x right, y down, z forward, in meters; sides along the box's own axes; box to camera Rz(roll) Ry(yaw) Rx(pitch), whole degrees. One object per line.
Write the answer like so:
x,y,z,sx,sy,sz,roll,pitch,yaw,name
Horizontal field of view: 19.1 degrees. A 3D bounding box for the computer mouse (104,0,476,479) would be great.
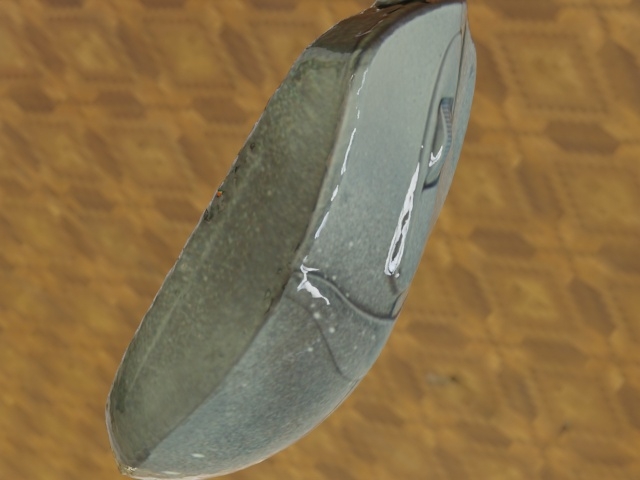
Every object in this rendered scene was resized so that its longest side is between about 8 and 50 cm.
0.004,0.005,0.680,0.068,0.113,0.229,37,109,15,computer mouse
